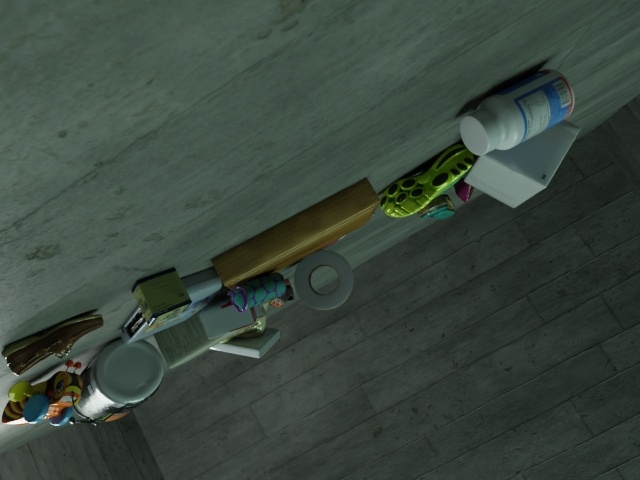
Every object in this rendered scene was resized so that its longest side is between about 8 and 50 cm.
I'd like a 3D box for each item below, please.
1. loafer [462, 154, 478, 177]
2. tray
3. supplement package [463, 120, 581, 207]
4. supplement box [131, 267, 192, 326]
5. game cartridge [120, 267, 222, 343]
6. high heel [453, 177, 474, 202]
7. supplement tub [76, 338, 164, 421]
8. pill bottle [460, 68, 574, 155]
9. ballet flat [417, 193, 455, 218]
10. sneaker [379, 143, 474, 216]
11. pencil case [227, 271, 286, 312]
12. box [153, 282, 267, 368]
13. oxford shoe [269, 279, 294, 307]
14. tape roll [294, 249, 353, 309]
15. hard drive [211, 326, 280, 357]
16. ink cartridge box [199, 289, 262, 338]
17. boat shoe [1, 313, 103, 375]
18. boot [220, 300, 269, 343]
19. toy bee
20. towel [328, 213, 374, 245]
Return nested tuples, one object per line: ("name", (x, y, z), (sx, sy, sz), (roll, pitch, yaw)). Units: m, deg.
("loafer", (0.617, -0.257, 1.531), (0.366, 0.130, 0.133), (-24, 142, -27))
("tray", (-0.055, -0.002, 1.156), (0.411, 0.076, 0.203), (-28, 170, -8))
("supplement package", (0.531, -0.226, 1.252), (0.175, 0.178, 0.293), (-59, 170, 0))
("supplement box", (-0.321, 0.113, 0.930), (0.083, 0.083, 0.056), (-22, 168, -39))
("game cartridge", (-0.372, 0.166, 1.163), (0.198, 0.062, 0.297), (-15, 164, -42))
("high heel", (0.583, -0.238, 1.691), (0.082, 0.117, 0.244), (-22, 168, -40))
("supplement tub", (-0.611, 0.424, 1.372), (0.194, 0.193, 0.316), (-20, 167, -47))
("pill bottle", (0.419, -0.272, 0.997), (0.222, 0.124, 0.124), (-27, 170, -11))
("ballet flat", (0.433, -0.143, 1.762), (0.123, 0.123, 0.349), (-34, 167, 23))
("sneaker", (0.310, -0.156, 1.323), (0.296, 0.109, 0.123), (-32, 166, 14))
("pencil case", (-0.150, 0.125, 1.122), (0.152, 0.064, 0.070), (-16, 148, -53))
("box", (-0.339, 0.246, 1.402), (0.311, 0.147, 0.121), (-30, 171, 9))
("oxford shoe", (-0.188, 0.233, 1.921), (0.097, 0.098, 0.271), (-35, 170, 27))
("tape roll", (0.014, 0.147, 1.710), (0.219, 0.219, 0.072), (-30, 172, 0))
("hard drive", (-0.327, 0.350, 1.680), (0.308, 0.040, 0.203), (6, -169, 14))
("ink cartridge box", (-0.231, 0.182, 1.226), (0.128, 0.072, 0.175), (-19, -172, 3))
("boat shoe", (-0.509, 0.200, 0.894), (0.178, 0.060, 0.064), (-24, 169, -30))
("boot", (-0.295, 0.245, 1.561), (0.262, 0.095, 0.203), (0, 124, -28))
("toy bee", (-0.692, 0.406, 1.221), (0.299, 0.162, 0.195), (1, 153, 2))
("towel", (0.000, 0.000, 1.451), (0.329, 0.037, 0.237), (-23, 170, -34))
